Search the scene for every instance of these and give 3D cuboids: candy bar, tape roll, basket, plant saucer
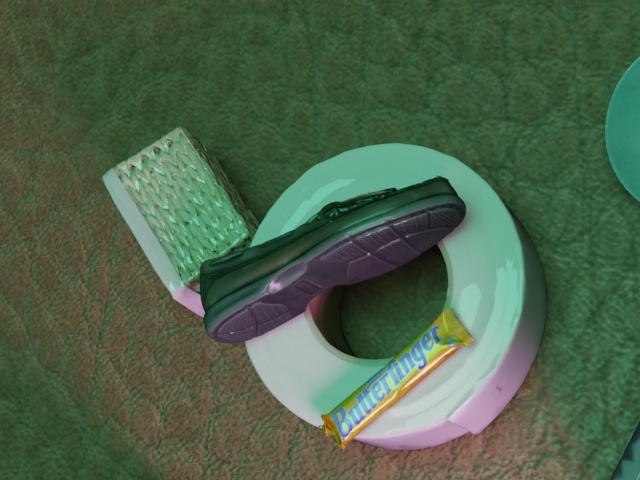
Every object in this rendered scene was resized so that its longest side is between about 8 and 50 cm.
[{"bbox_3d":[0.066,0.125,1.190,0.161,0.018,0.040,-41,64,6],"label":"candy bar"},{"bbox_3d":[0.069,0.056,1.274,0.286,0.100,0.286,-6,73,20],"label":"tape roll"},{"bbox_3d":[-0.129,-0.018,1.369,0.103,0.113,0.167,-35,65,5],"label":"basket"},{"bbox_3d":[0.364,-0.103,1.234,0.195,0.037,0.195,-6,74,20],"label":"plant saucer"}]

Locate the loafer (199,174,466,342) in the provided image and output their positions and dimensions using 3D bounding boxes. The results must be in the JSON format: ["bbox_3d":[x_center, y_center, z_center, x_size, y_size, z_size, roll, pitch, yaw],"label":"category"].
[{"bbox_3d":[0.000,0.000,1.214,0.267,0.096,0.084,-28,61,15],"label":"loafer"}]

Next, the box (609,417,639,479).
[{"bbox_3d":[0.385,0.238,0.960,0.312,0.343,0.179,24,84,26],"label":"box"}]
